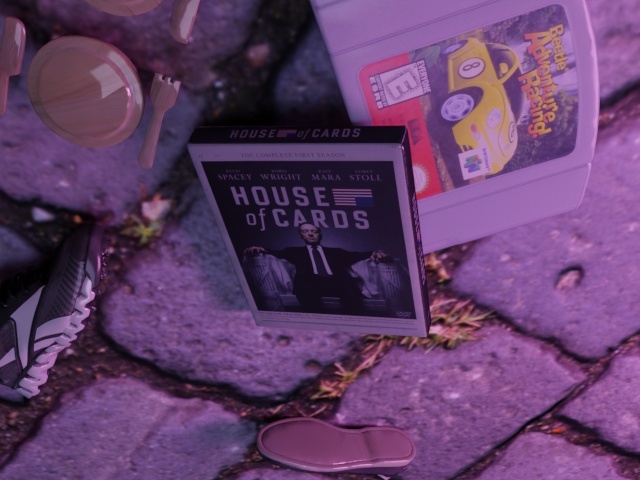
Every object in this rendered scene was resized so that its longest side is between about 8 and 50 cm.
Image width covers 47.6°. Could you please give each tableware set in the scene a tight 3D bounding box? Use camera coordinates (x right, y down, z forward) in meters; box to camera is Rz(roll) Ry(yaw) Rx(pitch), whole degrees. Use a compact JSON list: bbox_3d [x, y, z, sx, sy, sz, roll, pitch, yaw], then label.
[{"bbox_3d":[-0.154,-0.158,0.522,0.128,0.039,0.194,20,121,-8],"label":"tableware set"}]

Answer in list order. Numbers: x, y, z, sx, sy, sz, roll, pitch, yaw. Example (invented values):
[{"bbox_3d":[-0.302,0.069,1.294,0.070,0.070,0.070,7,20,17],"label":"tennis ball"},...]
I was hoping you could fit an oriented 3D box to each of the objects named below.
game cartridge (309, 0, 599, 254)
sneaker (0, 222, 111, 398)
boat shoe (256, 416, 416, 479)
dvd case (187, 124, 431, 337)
[{"bbox_3d":[0.120,-0.116,0.583,0.196,0.060,0.294,-20,131,5],"label":"game cartridge"},{"bbox_3d":[-0.277,0.064,0.675,0.106,0.078,0.234,21,128,-27],"label":"sneaker"},{"bbox_3d":[0.015,0.268,0.895,0.206,0.075,0.065,8,127,-20],"label":"boat shoe"},{"bbox_3d":[0.000,0.000,0.646,0.179,0.030,0.239,2,137,17],"label":"dvd case"}]
